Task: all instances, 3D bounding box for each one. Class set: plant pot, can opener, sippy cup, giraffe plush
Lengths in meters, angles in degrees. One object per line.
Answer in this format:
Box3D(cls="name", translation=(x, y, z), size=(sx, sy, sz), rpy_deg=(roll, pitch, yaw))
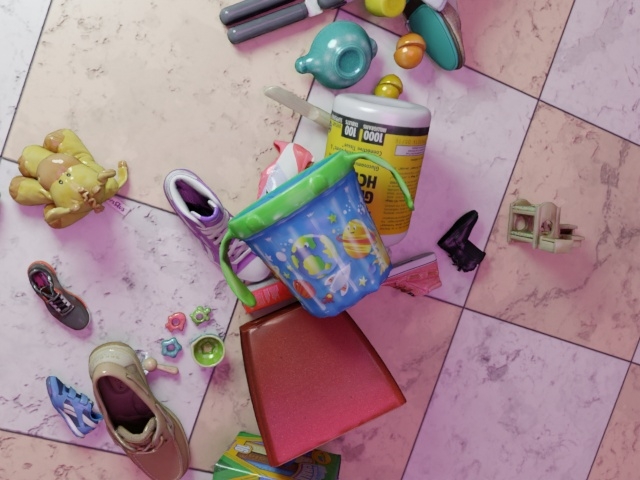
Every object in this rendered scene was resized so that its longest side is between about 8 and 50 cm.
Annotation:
Box3D(cls="plant pot", translation=(-0.029, 0.243, 1.185), size=(0.267, 0.267, 0.235), rpy_deg=(-22, 89, -11))
Box3D(cls="can opener", translation=(-0.050, -0.458, 1.153), size=(0.283, 0.095, 0.076), rpy_deg=(-24, 102, -11))
Box3D(cls="sippy cup", translation=(0.000, 0.000, 1.028), size=(0.224, 0.305, 0.240), rpy_deg=(57, 43, -9))
Box3D(cls="giraffe plush", translation=(-0.437, -0.095, 1.062), size=(0.210, 0.170, 0.181), rpy_deg=(22, 91, -16))

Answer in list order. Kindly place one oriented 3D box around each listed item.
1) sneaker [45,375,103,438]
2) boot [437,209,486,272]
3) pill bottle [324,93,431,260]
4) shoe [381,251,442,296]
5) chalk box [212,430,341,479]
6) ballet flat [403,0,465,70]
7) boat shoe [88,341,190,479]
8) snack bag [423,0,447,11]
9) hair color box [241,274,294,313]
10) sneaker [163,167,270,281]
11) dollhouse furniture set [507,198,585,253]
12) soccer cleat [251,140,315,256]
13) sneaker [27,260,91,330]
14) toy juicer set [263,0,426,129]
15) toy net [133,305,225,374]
Box3D(cls="sneaker", translation=(-0.476, 0.313, 1.171), size=(0.059, 0.053, 0.144), rpy_deg=(-30, 112, -8))
Box3D(cls="boot", translation=(0.328, 0.005, 1.342), size=(0.099, 0.045, 0.121), rpy_deg=(43, 93, -14))
Box3D(cls="pill bottle", translation=(0.093, -0.104, 1.176), size=(0.188, 0.188, 0.333), rpy_deg=(3, 110, -15))
Box3D(cls="shoe", translation=(0.178, 0.089, 1.304), size=(0.178, 0.063, 0.081), rpy_deg=(-18, 97, -16))
Box3D(cls="chalk box", translation=(-0.060, 0.518, 1.190), size=(0.289, 0.179, 0.180), rpy_deg=(10, 95, 9))
Box3D(cls="ballet flat", translation=(0.210, -0.492, 1.218), size=(0.316, 0.107, 0.106), rpy_deg=(48, 71, -16))
Box3D(cls="boat shoe", translation=(-0.349, 0.357, 1.156), size=(0.122, 0.110, 0.341), rpy_deg=(-24, 116, -5))
Box3D(cls="snack bag", translation=(0.181, -0.624, 1.066), size=(0.343, 0.037, 0.323), rpy_deg=(29, 94, -30))
Box3D(cls="hair color box", translation=(-0.094, 0.099, 1.230), size=(0.141, 0.072, 0.043), rpy_deg=(-20, 101, -11))
Box3D(cls="sneaker", translation=(-0.191, -0.015, 1.145), size=(0.102, 0.161, 0.282), rpy_deg=(-46, 107, -6))
Box3D(cls="dollhouse furniture set", translation=(0.528, -0.034, 1.318), size=(0.161, 0.182, 0.101), rpy_deg=(1, 97, -14))
Box3D(cls="soccer cleat", translation=(-0.092, -0.084, 1.180), size=(0.095, 0.083, 0.248), rpy_deg=(23, 71, 1))
Box3D(cls="sneaker", translation=(-0.494, 0.111, 1.130), size=(0.061, 0.065, 0.158), rpy_deg=(-39, 105, -7))
Box3D(cls="toy juicer set", translation=(0.063, -0.340, 1.217), size=(0.329, 0.089, 0.209), rpy_deg=(-40, 126, 4))
Box3D(cls="toy net", translation=(-0.312, 0.222, 1.203), size=(0.232, 0.045, 0.122), rpy_deg=(-21, 103, -11))
